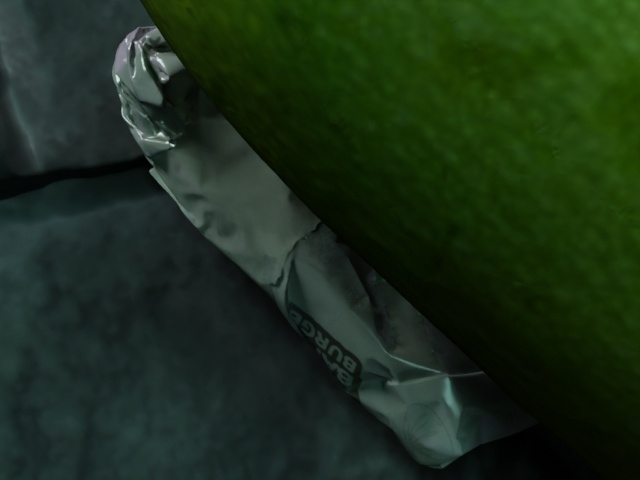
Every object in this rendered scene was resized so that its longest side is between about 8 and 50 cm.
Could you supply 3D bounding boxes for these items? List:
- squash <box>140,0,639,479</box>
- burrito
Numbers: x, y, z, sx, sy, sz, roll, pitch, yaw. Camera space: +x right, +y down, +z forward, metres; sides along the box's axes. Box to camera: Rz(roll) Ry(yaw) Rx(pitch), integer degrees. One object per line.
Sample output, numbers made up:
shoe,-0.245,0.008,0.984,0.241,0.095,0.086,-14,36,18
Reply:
squash,0.080,-0.068,0.562,0.210,0.233,0.309,-45,99,-13
burrito,0.000,0.001,0.643,0.064,0.064,0.203,-39,85,-26
